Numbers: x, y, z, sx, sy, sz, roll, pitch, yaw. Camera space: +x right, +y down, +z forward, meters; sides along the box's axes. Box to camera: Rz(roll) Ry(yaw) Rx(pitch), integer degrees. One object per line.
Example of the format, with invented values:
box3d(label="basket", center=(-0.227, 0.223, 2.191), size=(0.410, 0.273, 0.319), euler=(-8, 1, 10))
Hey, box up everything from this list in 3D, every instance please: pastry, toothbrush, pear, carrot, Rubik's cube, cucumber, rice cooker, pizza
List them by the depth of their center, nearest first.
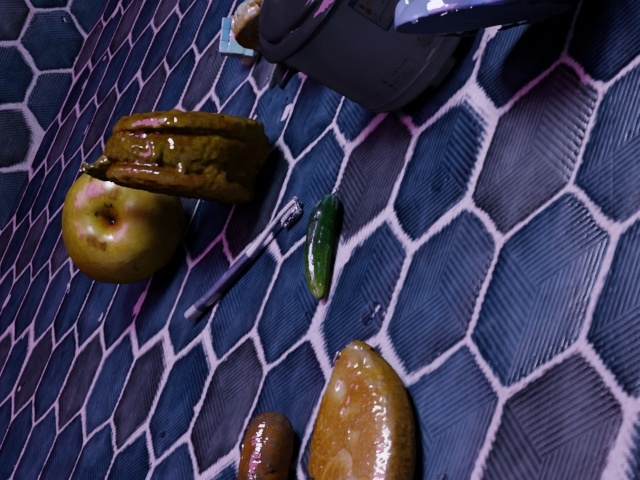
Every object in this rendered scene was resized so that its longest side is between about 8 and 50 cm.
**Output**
box3d(label="pizza", center=(0.040, 0.210, 1.207), size=(0.134, 0.056, 0.271), euler=(-50, 28, 24))
box3d(label="carrot", center=(-0.066, 0.275, 1.355), size=(0.060, 0.060, 0.186), euler=(-33, 40, 49))
box3d(label="rice cooker", center=(0.045, -0.294, 1.494), size=(0.280, 0.227, 0.241), euler=(-55, 25, 20))
box3d(label="cucumber", center=(0.000, 0.000, 1.523), size=(0.039, 0.039, 0.167), euler=(-35, 38, 48))
box3d(label="toothbrush", center=(-0.111, 0.033, 1.736), size=(0.288, 0.024, 0.026), euler=(-45, 44, 35))
box3d(label="pastry", center=(-0.197, -0.129, 1.822), size=(0.235, 0.240, 0.132), euler=(10, 90, 51))
box3d(label="pear", center=(-0.321, -0.030, 2.015), size=(0.209, 0.209, 0.208), euler=(-46, 29, 35))
box3d(label="Rubik's cube", center=(-0.134, -0.341, 2.105), size=(0.073, 0.084, 0.075), euler=(168, 125, -87))

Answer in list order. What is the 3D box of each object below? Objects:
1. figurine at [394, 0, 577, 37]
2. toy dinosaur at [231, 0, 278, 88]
box3d(label="figurine", center=(0.164, -0.415, 1.224), size=(0.248, 0.277, 0.388), euler=(-5, 91, 38))
box3d(label="toy dinosaur", center=(-0.049, -0.319, 1.793), size=(0.205, 0.092, 0.393), euler=(-31, -1, -21))
